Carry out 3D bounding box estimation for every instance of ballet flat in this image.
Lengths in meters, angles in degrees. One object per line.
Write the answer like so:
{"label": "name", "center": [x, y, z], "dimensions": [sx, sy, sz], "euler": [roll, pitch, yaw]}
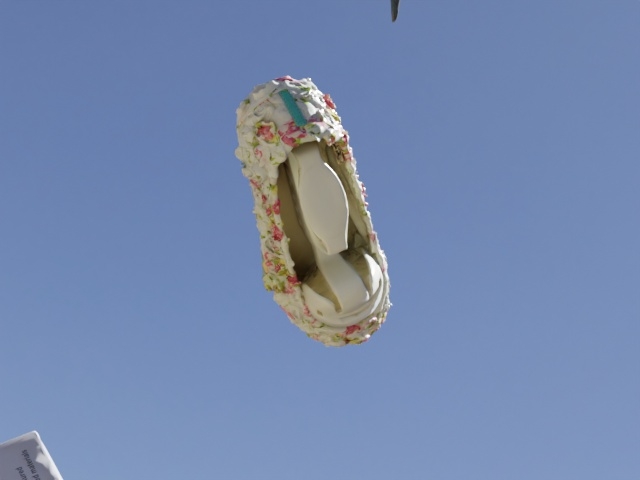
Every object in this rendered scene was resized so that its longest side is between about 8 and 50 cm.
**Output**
{"label": "ballet flat", "center": [0.000, 0.000, 0.966], "dimensions": [0.077, 0.091, 0.241], "euler": [54, -11, 50]}

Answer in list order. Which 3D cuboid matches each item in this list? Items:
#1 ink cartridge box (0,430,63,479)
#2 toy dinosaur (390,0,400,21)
{"label": "ink cartridge box", "center": [-0.178, 0.182, 0.580], "dimensions": [0.082, 0.190, 0.140], "euler": [43, -31, 52]}
{"label": "toy dinosaur", "center": [0.182, -0.345, 1.442], "dimensions": [0.160, 0.313, 0.121], "euler": [26, 1, -28]}
